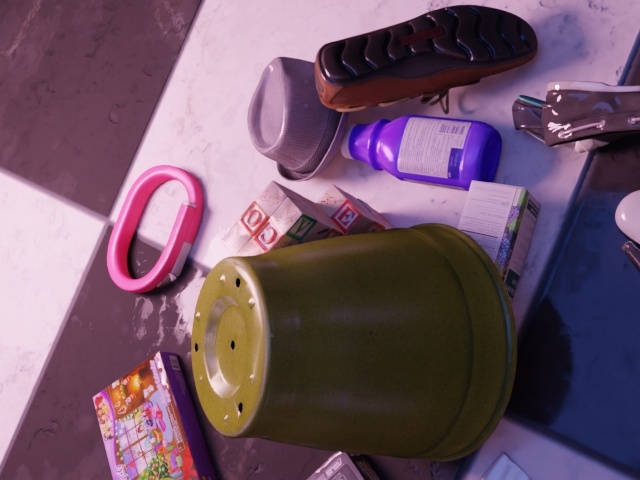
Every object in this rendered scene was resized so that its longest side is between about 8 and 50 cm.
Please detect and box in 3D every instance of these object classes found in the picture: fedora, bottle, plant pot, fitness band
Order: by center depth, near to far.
[{"bbox_3d":[0.019,0.148,1.046,0.366,0.353,0.366,-7,82,57],"label":"plant pot"},{"bbox_3d":[0.168,-0.159,1.278,0.283,0.092,0.118,12,86,34],"label":"bottle"},{"bbox_3d":[-0.054,-0.250,1.379,0.244,0.124,0.275,-16,63,53],"label":"fedora"},{"bbox_3d":[-0.365,-0.026,1.593,0.209,0.054,0.290,17,84,34],"label":"fitness band"}]

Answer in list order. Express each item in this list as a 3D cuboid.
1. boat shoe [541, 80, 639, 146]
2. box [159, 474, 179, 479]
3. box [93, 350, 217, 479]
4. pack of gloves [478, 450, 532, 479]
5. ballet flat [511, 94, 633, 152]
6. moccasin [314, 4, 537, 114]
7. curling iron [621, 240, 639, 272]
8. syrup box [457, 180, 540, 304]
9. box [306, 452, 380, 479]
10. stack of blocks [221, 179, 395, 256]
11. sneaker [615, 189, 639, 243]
[{"bbox_3d":[0.474,-0.170,1.018,0.335,0.112,0.095,9,97,37],"label":"boat shoe"},{"bbox_3d":[-0.219,0.504,1.313,0.179,0.043,0.105,19,103,15],"label":"box"},{"bbox_3d":[-0.332,0.395,1.445,0.201,0.057,0.293,-36,61,19],"label":"box"},{"bbox_3d":[0.255,0.463,1.070,0.232,0.046,0.195,-50,58,9],"label":"pack of gloves"},{"bbox_3d":[0.400,-0.178,1.162,0.203,0.074,0.074,20,87,28],"label":"ballet flat"},{"bbox_3d":[0.181,-0.297,1.253,0.380,0.147,0.139,-18,71,-2],"label":"moccasin"},{"bbox_3d":[0.501,0.114,1.025,0.068,0.035,0.274,-32,62,20],"label":"curling iron"},{"bbox_3d":[0.264,0.033,1.161,0.096,0.093,0.236,13,83,33],"label":"syrup box"},{"bbox_3d":[0.020,0.484,1.202,0.231,0.056,0.183,-47,58,12],"label":"box"},{"bbox_3d":[0.000,0.000,1.211,0.171,0.297,0.087,-49,56,11],"label":"stack of blocks"},{"bbox_3d":[0.542,-0.020,0.989,0.290,0.123,0.105,19,88,36],"label":"sneaker"}]
